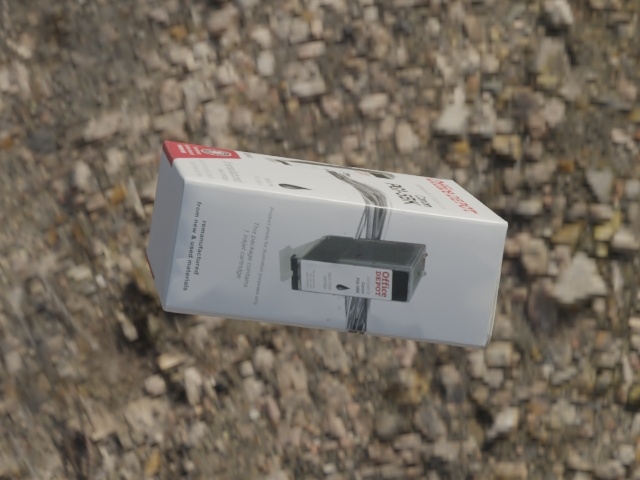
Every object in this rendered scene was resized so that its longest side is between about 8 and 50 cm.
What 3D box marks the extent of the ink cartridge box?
[{"bbox_3d":[0.000,0.000,0.739,0.135,0.099,0.056,7,101,-12],"label":"ink cartridge box"}]
